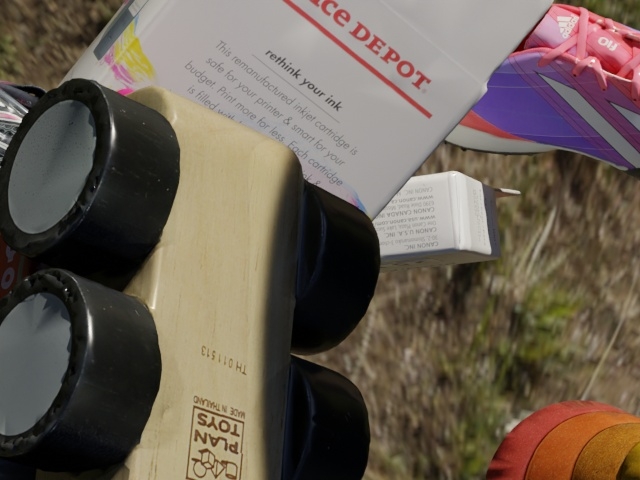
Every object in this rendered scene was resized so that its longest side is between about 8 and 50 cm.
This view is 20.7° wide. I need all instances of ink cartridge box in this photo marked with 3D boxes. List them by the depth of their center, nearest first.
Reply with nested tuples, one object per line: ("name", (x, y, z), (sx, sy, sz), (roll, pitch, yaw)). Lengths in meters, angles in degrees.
("ink cartridge box", (-0.037, -0.101, 1.172), (0.207, 0.119, 0.353), (38, 103, -19))
("ink cartridge box", (0.000, 0.000, 1.424), (0.296, 0.261, 0.066), (-7, 86, 17))

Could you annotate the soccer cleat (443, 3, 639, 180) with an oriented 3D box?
("soccer cleat", (0.217, -0.121, 1.319), (0.318, 0.116, 0.108), (9, 47, 29))

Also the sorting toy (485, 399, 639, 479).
("sorting toy", (0.271, 0.130, 0.855), (0.365, 0.126, 0.127), (4, 71, -15))

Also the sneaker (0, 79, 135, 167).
("sneaker", (-0.240, -0.056, 1.035), (0.299, 0.121, 0.112), (7, 114, -21))

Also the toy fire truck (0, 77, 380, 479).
("toy fire truck", (-0.125, 0.074, 0.581), (0.246, 0.158, 0.217), (-17, 61, 43))
